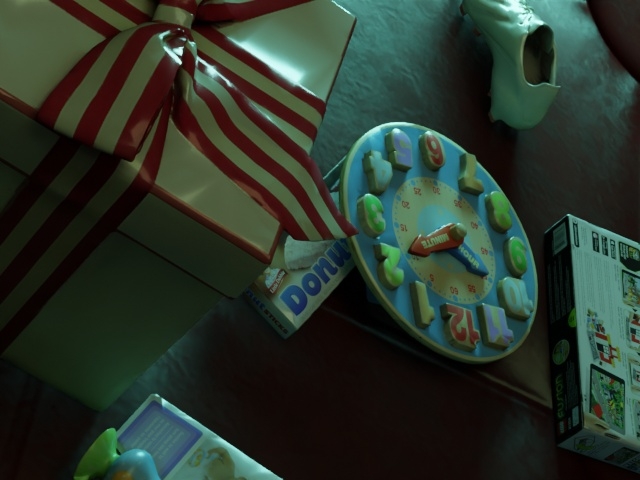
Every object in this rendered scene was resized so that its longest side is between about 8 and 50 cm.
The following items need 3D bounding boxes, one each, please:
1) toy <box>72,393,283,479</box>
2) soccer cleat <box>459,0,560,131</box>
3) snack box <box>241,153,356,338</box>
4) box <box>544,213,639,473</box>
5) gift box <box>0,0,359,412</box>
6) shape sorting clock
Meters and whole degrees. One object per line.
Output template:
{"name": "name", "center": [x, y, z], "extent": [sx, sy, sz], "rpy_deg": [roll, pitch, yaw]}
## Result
{"name": "toy", "center": [-0.046, 0.185, 0.934], "extent": [0.237, 0.056, 0.137], "rpy_deg": [29, 51, 17]}
{"name": "soccer cleat", "center": [0.176, -0.188, 1.397], "extent": [0.068, 0.076, 0.196], "rpy_deg": [11, 55, -31]}
{"name": "snack box", "center": [0.000, 0.000, 1.178], "extent": [0.064, 0.022, 0.178], "rpy_deg": [47, 44, -4]}
{"name": "box", "center": [0.244, 0.087, 1.288], "extent": [0.114, 0.036, 0.207], "rpy_deg": [21, 50, -24]}
{"name": "gift box", "center": [-0.120, -0.075, 0.976], "extent": [0.276, 0.258, 0.255], "rpy_deg": [27, 49, -17]}
{"name": "shape sorting clock", "center": [0.097, -0.001, 1.217], "extent": [0.206, 0.040, 0.206], "rpy_deg": [21, 55, -34]}
